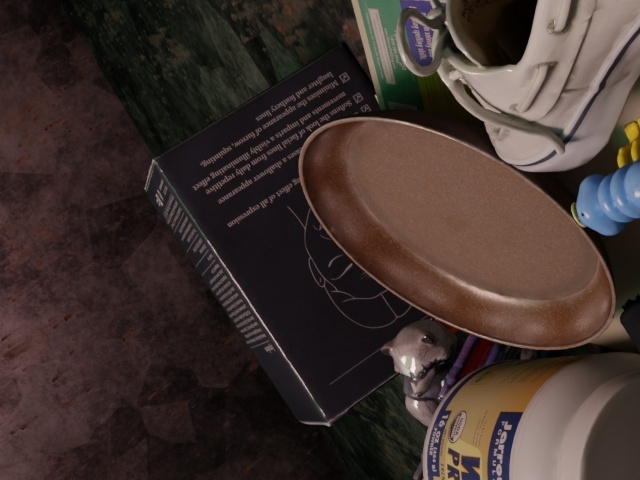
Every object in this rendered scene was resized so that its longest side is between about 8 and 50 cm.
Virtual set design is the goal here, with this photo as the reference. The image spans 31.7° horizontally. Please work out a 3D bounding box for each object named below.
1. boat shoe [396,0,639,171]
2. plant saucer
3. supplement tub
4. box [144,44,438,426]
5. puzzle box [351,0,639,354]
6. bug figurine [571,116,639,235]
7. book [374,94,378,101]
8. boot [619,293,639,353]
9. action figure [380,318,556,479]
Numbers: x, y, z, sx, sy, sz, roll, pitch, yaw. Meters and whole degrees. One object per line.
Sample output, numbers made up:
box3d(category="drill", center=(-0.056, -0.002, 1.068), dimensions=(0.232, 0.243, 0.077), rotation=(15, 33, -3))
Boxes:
box3d(category="boat shoe", center=(0.122, -0.136, 0.698), dimensions=(0.367, 0.157, 0.135), rotation=(113, 158, -76))
box3d(category="plant saucer", center=(0.124, -0.014, 1.007), dimensions=(0.311, 0.050, 0.310), rotation=(26, 153, 14))
box3d(category="supplement tub", center=(0.257, 0.226, 1.103), dimensions=(0.228, 0.228, 0.316), rotation=(57, 161, -3))
box3d(category="box", center=(0.000, 0.000, 1.490), dimensions=(0.395, 0.294, 0.212), rotation=(57, 166, 1))
box3d(category="puzzle box", center=(0.193, -0.064, 0.999), dimensions=(0.272, 0.052, 0.408), rotation=(14, 142, 31))
box3d(category="bug figurine", center=(0.257, 0.041, 0.675), dimensions=(0.279, 0.072, 0.216), rotation=(65, 153, 7))
box3d(category="book", center=(0.132, -0.123, 1.333), dimensions=(0.144, 0.035, 0.096), rotation=(38, 161, 47))
box3d(category="boot", center=(0.352, 0.071, 0.862), dimensions=(0.246, 0.094, 0.207), rotation=(-45, 43, 37))
box3d(category="action figure", center=(0.167, 0.229, 1.354), dimensions=(0.179, 0.341, 0.330), rotation=(10, 144, 47))
